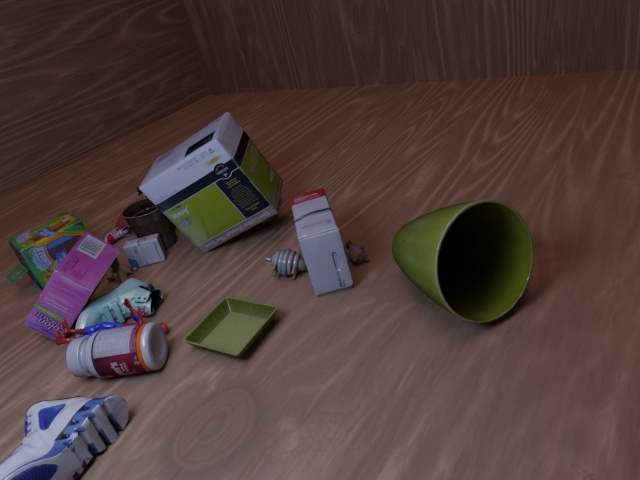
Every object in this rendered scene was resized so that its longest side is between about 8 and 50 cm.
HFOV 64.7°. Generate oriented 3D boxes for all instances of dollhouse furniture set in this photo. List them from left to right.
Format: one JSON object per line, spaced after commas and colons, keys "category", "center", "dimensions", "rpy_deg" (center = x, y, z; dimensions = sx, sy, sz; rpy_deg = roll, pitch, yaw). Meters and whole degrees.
{"category": "dollhouse furniture set", "center": [-0.660, 0.132, 1.714], "dimensions": [0.081, 0.091, 0.114], "rpy_deg": [12, 32, -47]}

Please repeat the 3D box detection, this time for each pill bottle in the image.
{"category": "pill bottle", "center": [-0.513, 0.282, 1.281], "dimensions": [0.220, 0.121, 0.121], "rpy_deg": [-10, 30, 7]}

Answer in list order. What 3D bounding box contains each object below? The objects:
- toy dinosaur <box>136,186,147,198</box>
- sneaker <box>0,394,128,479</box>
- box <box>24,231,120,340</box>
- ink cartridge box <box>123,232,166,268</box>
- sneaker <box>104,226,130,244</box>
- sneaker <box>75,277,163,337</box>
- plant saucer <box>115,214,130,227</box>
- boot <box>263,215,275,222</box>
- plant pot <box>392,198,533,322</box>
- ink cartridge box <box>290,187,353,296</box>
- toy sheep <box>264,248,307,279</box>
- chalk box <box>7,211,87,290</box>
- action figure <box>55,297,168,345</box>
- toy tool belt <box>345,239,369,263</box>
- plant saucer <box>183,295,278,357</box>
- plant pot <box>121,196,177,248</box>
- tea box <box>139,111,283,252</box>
{"category": "toy dinosaur", "center": [-0.697, -0.198, 2.124], "dimensions": [0.268, 0.064, 0.118], "rpy_deg": [6, 12, 39]}
{"category": "sneaker", "center": [-0.578, 0.439, 1.061], "dimensions": [0.182, 0.128, 0.315], "rpy_deg": [0, 26, 31]}
{"category": "box", "center": [-0.734, 0.135, 1.505], "dimensions": [0.243, 0.117, 0.214], "rpy_deg": [-50, 19, 25]}
{"category": "ink cartridge box", "center": [-0.613, 0.037, 1.773], "dimensions": [0.122, 0.089, 0.052], "rpy_deg": [-14, 27, 0]}
{"category": "sneaker", "center": [-0.800, -0.021, 1.999], "dimensions": [0.066, 0.042, 0.118], "rpy_deg": [-11, 28, 13]}
{"category": "sneaker", "center": [-0.577, 0.205, 1.470], "dimensions": [0.150, 0.094, 0.256], "rpy_deg": [8, 38, 29]}
{"category": "plant saucer", "center": [-0.670, -0.127, 2.076], "dimensions": [0.258, 0.048, 0.258], "rpy_deg": [-3, 22, 19]}
{"category": "boot", "center": [-0.266, -0.117, 1.918], "dimensions": [0.206, 0.090, 0.249], "rpy_deg": [-18, 29, 19]}
{"category": "plant pot", "center": [0.308, 0.031, 1.242], "dimensions": [0.274, 0.275, 0.293], "rpy_deg": [-26, 16, -19]}
{"category": "ink cartridge box", "center": [0.000, 0.000, 1.457], "dimensions": [0.114, 0.197, 0.273], "rpy_deg": [-16, 29, 0]}
{"category": "toy sheep", "center": [-0.103, 0.067, 1.504], "dimensions": [0.131, 0.091, 0.091], "rpy_deg": [11, 34, 7]}
{"category": "chalk box", "center": [-0.984, 0.051, 1.821], "dimensions": [0.180, 0.179, 0.288], "rpy_deg": [18, 42, 44]}
{"category": "action figure", "center": [-0.557, 0.212, 1.364], "dimensions": [0.280, 0.139, 0.091], "rpy_deg": [3, 22, -11]}
{"category": "toy tool belt", "center": [0.111, 0.035, 1.509], "dimensions": [0.051, 0.052, 0.083], "rpy_deg": [10, 26, -22]}
{"category": "plant saucer", "center": [-0.227, 0.232, 1.317], "dimensions": [0.188, 0.045, 0.188], "rpy_deg": [6, 36, 31]}
{"category": "plant pot", "center": [-0.616, -0.055, 1.853], "dimensions": [0.166, 0.165, 0.167], "rpy_deg": [-10, 30, 6]}
{"category": "tea box", "center": [-0.354, -0.187, 1.706], "dimensions": [0.328, 0.324, 0.220], "rpy_deg": [-26, 31, 20]}
